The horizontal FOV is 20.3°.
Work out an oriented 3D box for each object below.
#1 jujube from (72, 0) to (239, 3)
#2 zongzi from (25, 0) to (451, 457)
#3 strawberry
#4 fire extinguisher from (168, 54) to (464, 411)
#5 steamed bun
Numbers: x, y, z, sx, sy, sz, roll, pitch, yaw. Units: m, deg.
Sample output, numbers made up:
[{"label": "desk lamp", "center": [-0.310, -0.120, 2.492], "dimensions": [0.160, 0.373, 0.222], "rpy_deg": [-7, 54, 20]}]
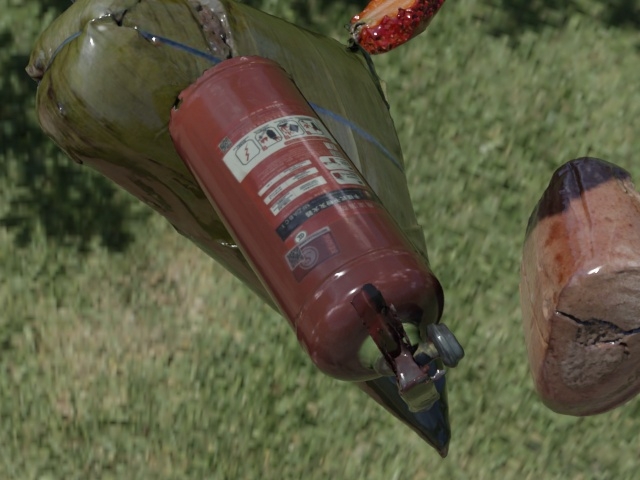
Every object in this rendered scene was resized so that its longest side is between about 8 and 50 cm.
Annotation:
[{"label": "jujube", "center": [-0.201, -0.377, 2.137], "dimensions": [0.246, 0.308, 0.215], "rpy_deg": [16, 40, 7]}, {"label": "zongzi", "center": [-0.054, -0.019, 1.443], "dimensions": [0.356, 0.174, 0.393], "rpy_deg": [13, 53, -46]}, {"label": "strawberry", "center": [0.095, -0.258, 2.011], "dimensions": [0.152, 0.048, 0.104], "rpy_deg": [-33, 25, -9]}, {"label": "fire extinguisher", "center": [0.000, 0.000, 1.225], "dimensions": [0.106, 0.147, 0.337], "rpy_deg": [-36, 52, 0]}, {"label": "steamed bun", "center": [0.208, 0.033, 1.343], "dimensions": [0.106, 0.175, 0.145], "rpy_deg": [-1, 46, -1]}]
